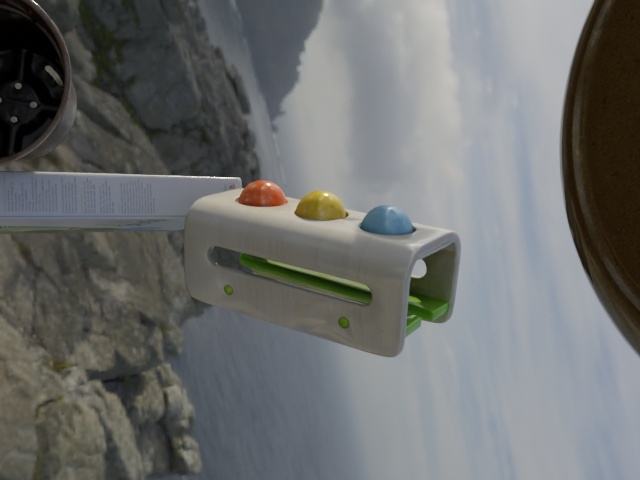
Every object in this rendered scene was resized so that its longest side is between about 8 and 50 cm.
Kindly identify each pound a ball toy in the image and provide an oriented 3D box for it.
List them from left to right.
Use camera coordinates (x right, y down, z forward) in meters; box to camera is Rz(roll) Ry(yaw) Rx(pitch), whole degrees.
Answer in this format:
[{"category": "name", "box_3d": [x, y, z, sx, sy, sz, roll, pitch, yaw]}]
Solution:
[{"category": "pound a ball toy", "box_3d": [0.000, 0.000, 0.900, 0.208, 0.319, 0.135, -21, 119, -54]}]

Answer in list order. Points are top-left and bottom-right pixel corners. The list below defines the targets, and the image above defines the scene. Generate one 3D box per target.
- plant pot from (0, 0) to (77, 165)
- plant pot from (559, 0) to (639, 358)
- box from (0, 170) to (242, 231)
[{"category": "plant pot", "box_3d": [-0.314, -0.146, 0.778, 0.165, 0.167, 0.166, -174, -108, -82]}, {"category": "plant pot", "box_3d": [0.159, -0.045, 0.251, 0.236, 0.032, 0.236, -15, -108, 58]}, {"category": "box", "box_3d": [-0.291, -0.042, 0.995, 0.232, 0.322, 0.058, -7, -96, 56]}]
